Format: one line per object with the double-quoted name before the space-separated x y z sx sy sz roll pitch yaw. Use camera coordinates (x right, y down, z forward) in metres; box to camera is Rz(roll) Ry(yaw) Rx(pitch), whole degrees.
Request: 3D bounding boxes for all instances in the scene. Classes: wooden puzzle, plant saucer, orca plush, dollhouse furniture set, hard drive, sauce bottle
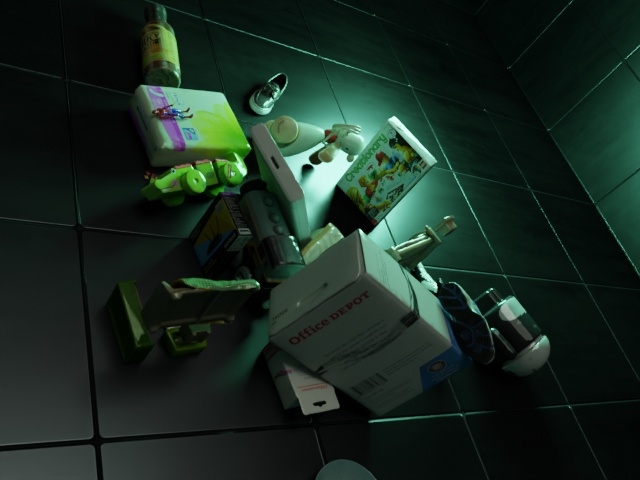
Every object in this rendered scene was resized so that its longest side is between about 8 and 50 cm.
"wooden puzzle" -0.423 -0.151 1.673 0.083 0.006 0.049 22 43 -22
"plant saucer" 0.058 0.574 1.376 0.195 0.037 0.195 23 43 -23
"orca plush" 0.304 0.159 1.911 0.102 0.151 0.287 -19 67 -13
"dollhouse furniture set" -0.287 0.112 1.309 0.197 0.301 0.151 -3 59 -38
"hard drive" -0.098 -0.122 1.678 0.047 0.353 0.233 -27 69 -8
"sauce bottle" -0.493 -0.591 1.943 0.111 0.111 0.344 10 47 -32
"dollhouse furniture set" 0.127 0.029 1.683 0.303 0.355 0.174 -18 66 -46

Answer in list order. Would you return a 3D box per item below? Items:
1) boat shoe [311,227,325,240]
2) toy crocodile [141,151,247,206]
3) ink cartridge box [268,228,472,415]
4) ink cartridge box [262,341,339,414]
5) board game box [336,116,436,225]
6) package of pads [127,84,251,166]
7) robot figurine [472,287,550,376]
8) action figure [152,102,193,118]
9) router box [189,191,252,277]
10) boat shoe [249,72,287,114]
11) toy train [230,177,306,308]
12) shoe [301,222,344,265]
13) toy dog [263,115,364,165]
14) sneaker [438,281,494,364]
"boat shoe" 0.000 0.000 1.833 0.137 0.049 0.043 -94 159 -72
"toy crocodile" -0.318 -0.164 1.667 0.340 0.115 0.105 -20 88 -48
"ink cartridge box" 0.113 0.201 1.479 0.395 0.285 0.166 40 26 -29
"ink cartridge box" -0.046 0.323 1.499 0.115 0.067 0.198 1 53 -39
"board game box" 0.200 -0.211 2.001 0.193 0.305 0.053 48 42 9
"package of pads" -0.371 -0.321 1.799 0.296 0.101 0.229 -5 59 -42
"robot figurine" 0.572 0.284 1.960 0.209 0.173 0.278 -31 76 -25
"action figure" -0.395 -0.341 1.697 0.115 0.030 0.038 -12 70 -41
"router box" -0.246 -0.012 1.554 0.046 0.179 0.133 -1 54 -43
"boat shoe" -0.166 -0.502 2.150 0.080 0.076 0.228 38 39 -4
"toy train" -0.150 0.001 1.612 0.142 0.190 0.334 5 52 -37
"shoe" -0.014 0.034 1.696 0.058 0.076 0.219 42 56 4
"toy dog" -0.034 -0.281 1.982 0.333 0.161 0.220 8 1 4
"sneaker" 0.351 0.191 1.478 0.081 0.080 0.211 30 33 -46
